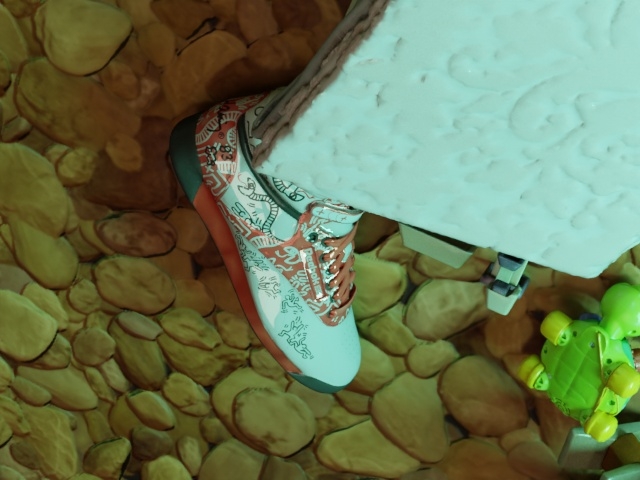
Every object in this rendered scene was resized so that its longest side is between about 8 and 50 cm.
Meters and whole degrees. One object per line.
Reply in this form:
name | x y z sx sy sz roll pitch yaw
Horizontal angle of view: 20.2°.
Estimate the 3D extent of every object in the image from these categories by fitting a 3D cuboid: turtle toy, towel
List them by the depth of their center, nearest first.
towel | 0.157 -0.101 1.219 0.317 0.053 0.332 17 145 -23
turtle toy | 0.222 0.091 1.429 0.095 0.066 0.130 40 128 24

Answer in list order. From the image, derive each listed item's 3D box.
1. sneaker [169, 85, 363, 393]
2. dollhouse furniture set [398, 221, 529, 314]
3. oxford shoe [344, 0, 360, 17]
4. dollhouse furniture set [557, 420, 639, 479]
sneaker | -0.001 0.000 1.447 0.145 0.090 0.270 -18 110 33
dollhouse furniture set | 0.118 -0.010 1.408 0.114 0.091 0.081 24 111 10
oxford shoe | 0.154 -0.193 1.240 0.169 0.130 0.449 44 128 -11
dollhouse furniture set | 0.287 0.310 1.446 0.135 0.262 0.259 -4 129 -24
